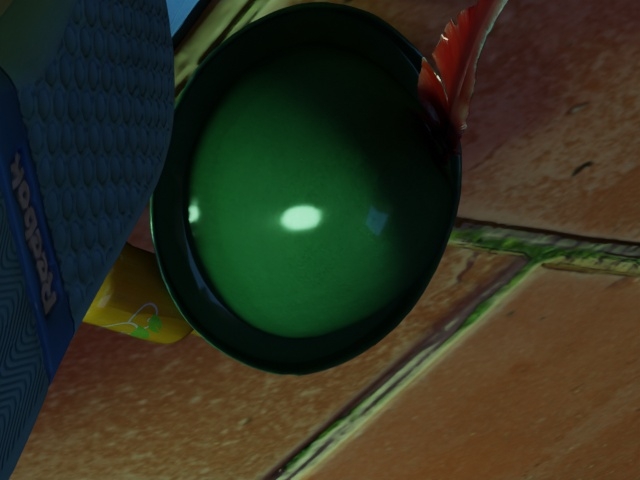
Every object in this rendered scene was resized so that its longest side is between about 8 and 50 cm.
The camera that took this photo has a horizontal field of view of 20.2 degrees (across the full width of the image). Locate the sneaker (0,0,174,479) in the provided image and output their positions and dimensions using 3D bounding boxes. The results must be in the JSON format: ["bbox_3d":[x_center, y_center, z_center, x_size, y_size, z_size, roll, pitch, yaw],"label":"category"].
[{"bbox_3d":[-0.178,-0.005,0.511,0.208,0.319,0.127,1,115,13],"label":"sneaker"}]

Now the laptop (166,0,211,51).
[{"bbox_3d":[-0.072,-0.111,0.634,0.234,0.264,0.136,3,106,-38],"label":"laptop"}]

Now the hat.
[{"bbox_3d":[0.041,-0.010,0.764,0.173,0.183,0.208,-53,128,-13],"label":"hat"}]

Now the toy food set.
[{"bbox_3d":[-0.159,0.057,0.881,0.232,0.111,0.104,-38,147,21],"label":"toy food set"}]
